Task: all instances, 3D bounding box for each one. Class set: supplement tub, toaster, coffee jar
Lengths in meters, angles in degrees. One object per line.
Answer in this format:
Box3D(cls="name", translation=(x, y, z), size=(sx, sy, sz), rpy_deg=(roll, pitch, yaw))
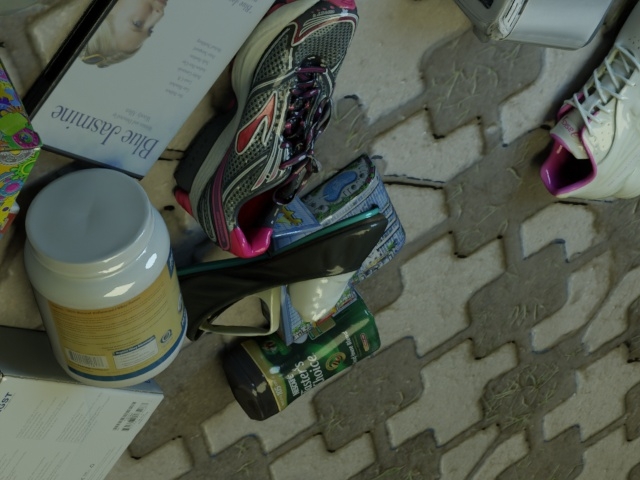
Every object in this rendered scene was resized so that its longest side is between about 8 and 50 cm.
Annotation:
Box3D(cls="supplement tub", translation=(-0.215, 0.038, 1.886), size=(0.144, 0.144, 0.199), rpy_deg=(-28, 144, -16))
Box3D(cls="toaster", translation=(0.230, -0.299, 1.936), size=(0.146, 0.129, 0.227), rpy_deg=(-6, 134, -36))
Box3D(cls="coffee jar", translation=(-0.024, 0.132, 2.223), size=(0.184, 0.079, 0.096), rpy_deg=(-32, 144, -10))

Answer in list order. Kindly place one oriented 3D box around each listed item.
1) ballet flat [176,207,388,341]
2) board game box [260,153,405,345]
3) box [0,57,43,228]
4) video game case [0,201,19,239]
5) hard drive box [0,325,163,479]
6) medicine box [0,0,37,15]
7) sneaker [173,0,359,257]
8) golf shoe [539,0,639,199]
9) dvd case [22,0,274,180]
Box3D(cls="ballet flat", translation=(-0.040, 0.045, 1.993), size=(0.280, 0.096, 0.095), rpy_deg=(-17, -178, 30))
Box3D(cls="board game box", translation=(0.000, 0.000, 2.115), size=(0.194, 0.060, 0.194), rpy_deg=(-36, 146, -5))
Box3D(cls="box", translation=(-0.382, -0.082, 1.432), size=(0.177, 0.290, 0.279), rpy_deg=(-8, 146, -37))
Box3D(cls="video game case", translation=(-0.437, 0.058, 1.809), size=(0.204, 0.025, 0.285), rpy_deg=(11, 122, -48))
Box3D(cls="hard drive box", translation=(-0.312, 0.191, 2.015), size=(0.232, 0.089, 0.181), rpy_deg=(13, 119, -50))
Box3D(cls="medicine box", translation=(-0.313, -0.306, 1.277), size=(0.263, 0.289, 0.149), rpy_deg=(-6, 174, -39))
Box3D(cls="sneaker", translation=(-0.035, -0.119, 1.907), size=(0.121, 0.112, 0.299), rpy_deg=(-1, 129, -42))
Box3D(cls="golf shoe", translation=(0.350, -0.160, 2.217), size=(0.140, 0.115, 0.306), rpy_deg=(-13, 136, -28))
Box3D(cls="dvd case", translation=(-0.165, -0.176, 1.802), size=(0.180, 0.022, 0.253), rpy_deg=(17, 117, -50))
